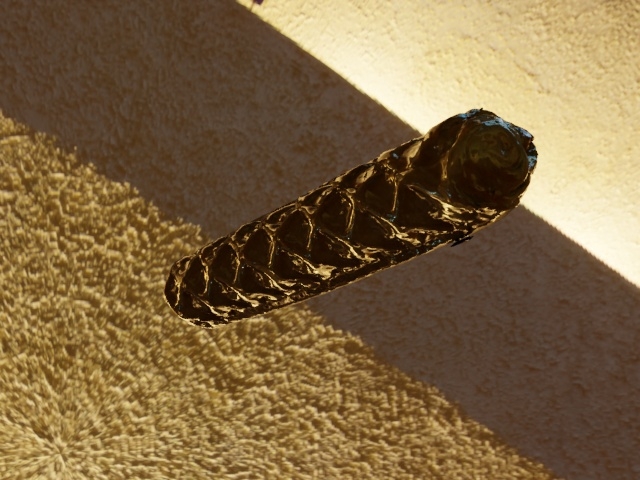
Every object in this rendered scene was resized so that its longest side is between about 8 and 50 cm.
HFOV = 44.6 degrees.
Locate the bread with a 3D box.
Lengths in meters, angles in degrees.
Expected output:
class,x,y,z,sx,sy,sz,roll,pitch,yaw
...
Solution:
class,x,y,z,sx,sy,sz,roll,pitch,yaw
bread,-0.001,-0.001,0.581,0.084,0.368,0.077,-36,-82,-45
